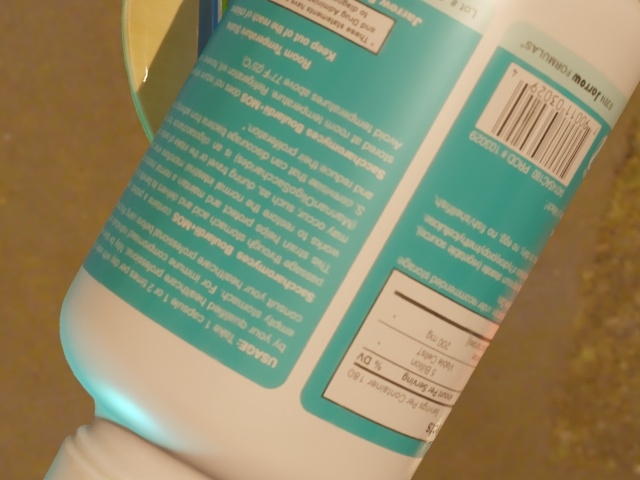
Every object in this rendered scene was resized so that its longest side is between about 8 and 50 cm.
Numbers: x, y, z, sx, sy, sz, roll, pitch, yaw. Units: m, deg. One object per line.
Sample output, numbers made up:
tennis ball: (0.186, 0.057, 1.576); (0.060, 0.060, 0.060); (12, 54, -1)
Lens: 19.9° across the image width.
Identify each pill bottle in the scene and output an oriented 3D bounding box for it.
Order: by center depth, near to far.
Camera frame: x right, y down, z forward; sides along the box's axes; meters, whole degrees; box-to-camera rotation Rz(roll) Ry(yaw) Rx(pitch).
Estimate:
pill bottle: (0.000, 0.000, 0.675); (0.264, 0.146, 0.146); (-60, 149, 1)

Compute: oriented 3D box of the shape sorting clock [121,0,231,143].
shape sorting clock: (0.005, -0.087, 0.822); (0.206, 0.206, 0.040); (1, 172, -31)
